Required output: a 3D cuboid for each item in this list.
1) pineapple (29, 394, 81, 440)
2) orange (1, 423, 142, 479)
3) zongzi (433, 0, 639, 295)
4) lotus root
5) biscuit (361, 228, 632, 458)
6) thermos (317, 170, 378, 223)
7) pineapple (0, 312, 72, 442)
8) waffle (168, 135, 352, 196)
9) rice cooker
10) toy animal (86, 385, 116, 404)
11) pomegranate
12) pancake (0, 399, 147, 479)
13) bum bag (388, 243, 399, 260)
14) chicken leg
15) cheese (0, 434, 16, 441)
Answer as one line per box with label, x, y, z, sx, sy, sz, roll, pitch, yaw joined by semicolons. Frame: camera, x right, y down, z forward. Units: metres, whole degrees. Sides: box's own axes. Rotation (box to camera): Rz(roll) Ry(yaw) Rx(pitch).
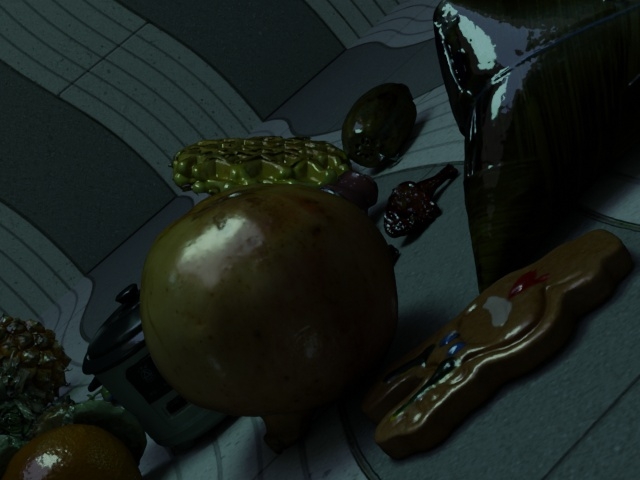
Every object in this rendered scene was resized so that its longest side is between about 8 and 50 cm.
pineapple;-0.425;0.325;2.001;0.128;0.128;0.248;-40;7;-6
orange;-0.319;0.338;1.494;0.206;0.206;0.206;-37;13;10
zongzi;0.354;-0.133;1.422;0.403;0.208;0.432;-10;59;15
lotus root;0.117;-0.231;2.345;0.123;0.124;0.241;-18;23;31
biscuit;0.181;0.100;1.251;0.333;0.047;0.202;-37;13;5
thermos;-0.007;-0.006;1.963;0.330;0.109;0.136;-47;15;-31
pineapple;-0.626;0.315;2.395;0.262;0.262;0.272;-39;24;0
waffle;-0.119;-0.152;2.382;0.379;0.095;0.382;-1;15;-5
rice cooker;-0.214;0.158;1.720;0.280;0.227;0.241;-34;14;19
toy animal;-0.401;0.281;2.231;0.075;0.041;0.217;-38;9;-1
pomegranate;-0.058;0.093;1.436;0.338;0.338;0.338;-37;13;10
pancake;-0.353;0.318;1.634;0.253;0.253;0.037;-39;51;1
bum bag;0.052;0.069;1.743;0.109;0.026;0.159;-29;16;33
chicken leg;0.155;-0.063;1.856;0.093;0.053;0.205;-7;34;23
cheese;-0.627;0.433;2.072;0.189;0.154;0.198;-1;32;37
